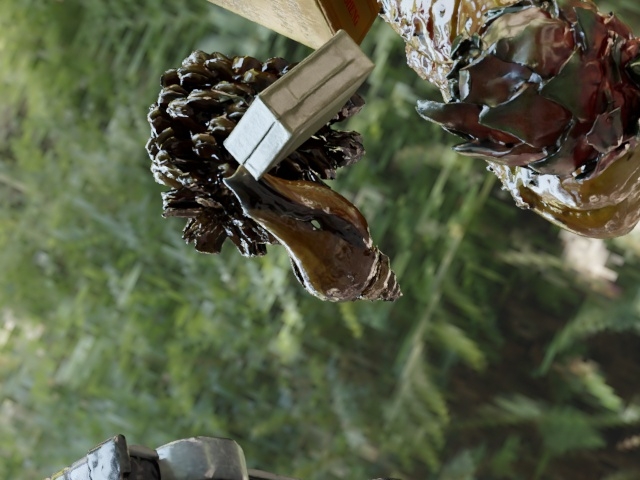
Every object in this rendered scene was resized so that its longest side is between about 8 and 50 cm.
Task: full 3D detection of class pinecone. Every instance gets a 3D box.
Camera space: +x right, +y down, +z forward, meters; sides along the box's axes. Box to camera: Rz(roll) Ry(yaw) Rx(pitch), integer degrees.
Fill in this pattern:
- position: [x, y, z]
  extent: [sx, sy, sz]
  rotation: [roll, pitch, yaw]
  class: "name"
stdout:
- position: [-0.071, -0.080, 1.772]
  extent: [0.221, 0.221, 0.221]
  rotation: [-63, -6, -13]
  class: "pinecone"

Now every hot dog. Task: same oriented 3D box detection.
- position: [0.236, -0.177, 2.030]
  extent: [0.196, 0.365, 0.367]
  rotation: [-42, -43, -5]
  class: "hot dog"

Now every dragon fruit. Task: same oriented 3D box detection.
- position: [0.205, -0.139, 1.600]
  extent: [0.182, 0.189, 0.182]
  rotation: [-57, 1, 1]
  class: "dragon fruit"

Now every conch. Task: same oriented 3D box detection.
- position: [0.006, 0.001, 1.674]
  extent: [0.086, 0.080, 0.232]
  rotation: [-48, -44, -14]
  class: "conch"

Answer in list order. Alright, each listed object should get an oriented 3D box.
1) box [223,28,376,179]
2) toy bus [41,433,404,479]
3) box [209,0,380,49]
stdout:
- position: [-0.014, -0.084, 1.127]
  extent: [0.079, 0.035, 0.083]
  rotation: [-41, -2, -28]
  class: "box"
- position: [-0.057, 0.313, 1.414]
  extent: [0.249, 0.209, 0.440]
  rotation: [-31, -31, 31]
  class: "toy bus"
- position: [-0.086, -0.294, 1.808]
  extent: [0.076, 0.274, 0.174]
  rotation: [-59, -21, -12]
  class: "box"
